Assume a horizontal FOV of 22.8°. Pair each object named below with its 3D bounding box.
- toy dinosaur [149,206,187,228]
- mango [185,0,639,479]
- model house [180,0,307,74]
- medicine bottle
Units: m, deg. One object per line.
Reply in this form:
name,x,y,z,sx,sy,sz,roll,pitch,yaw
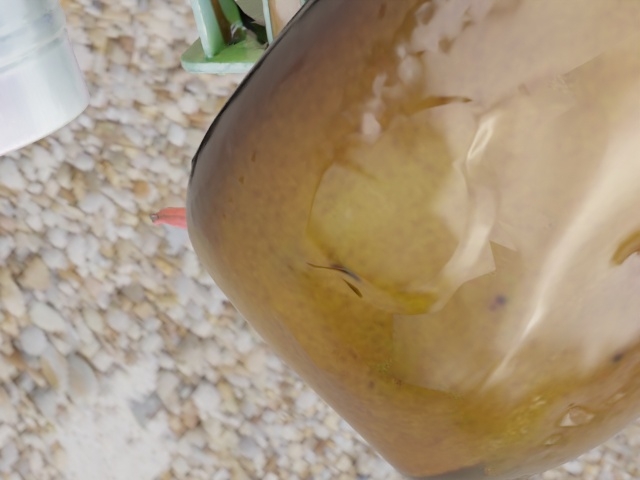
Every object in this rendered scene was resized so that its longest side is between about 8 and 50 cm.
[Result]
toy dinosaur,0.007,-0.004,1.214,0.139,0.286,0.070,-55,154,-4
mango,0.088,-0.046,0.537,0.201,0.152,0.287,12,122,-42
model house,0.030,-0.266,1.056,0.300,0.340,0.323,0,115,18
medicine bottle,-0.262,-0.184,1.052,0.152,0.152,0.254,-25,110,-18
